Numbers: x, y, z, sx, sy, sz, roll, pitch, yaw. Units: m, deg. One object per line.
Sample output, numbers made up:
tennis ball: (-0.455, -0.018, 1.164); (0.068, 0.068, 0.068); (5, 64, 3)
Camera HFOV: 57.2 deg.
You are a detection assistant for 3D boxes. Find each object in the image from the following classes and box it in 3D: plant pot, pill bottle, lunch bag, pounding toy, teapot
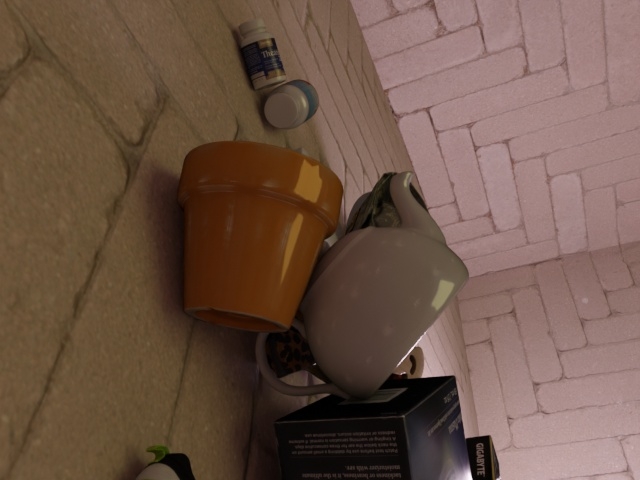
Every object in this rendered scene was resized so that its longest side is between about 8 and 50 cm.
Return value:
plant pot: (-0.085, 0.009, 0.722); (0.205, 0.205, 0.188); (43, 52, -60)
pill bottle: (-0.059, -0.272, 1.176); (0.160, 0.087, 0.087); (-61, 134, -67)
lunch bag: (0.141, 0.024, 1.285); (0.235, 0.169, 0.287); (119, -41, -56)
pill bottle: (-0.112, -0.352, 1.108); (0.067, 0.067, 0.120); (-49, 122, -70)
pounding toy: (0.159, 0.253, 1.200); (0.154, 0.155, 0.269); (-51, 118, -36)
teapot: (0.058, 0.075, 0.790); (0.187, 0.252, 0.256); (39, 46, 12)

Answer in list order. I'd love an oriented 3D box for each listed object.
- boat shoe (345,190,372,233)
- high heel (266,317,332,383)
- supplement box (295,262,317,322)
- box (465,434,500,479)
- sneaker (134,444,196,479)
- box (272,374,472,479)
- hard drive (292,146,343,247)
boat shoe: (0.158, 0.063, 1.509); (0.156, 0.136, 0.367); (36, 45, -64)
high heel: (0.003, 0.218, 0.938); (0.261, 0.093, 0.186); (50, 20, -21)
supplement box: (-0.008, 0.083, 0.915); (0.233, 0.080, 0.078); (41, 19, -28)
box: (0.204, 0.498, 1.088); (0.322, 0.257, 0.079); (-49, 122, -69)
sneaker: (-0.109, 0.299, 0.559); (0.097, 0.084, 0.235); (-63, 136, -67)
box: (0.097, 0.355, 0.793); (0.296, 0.182, 0.294); (5, 76, -65)
hard drive: (0.000, 0.000, 1.122); (0.353, 0.047, 0.233); (-96, 164, -56)
